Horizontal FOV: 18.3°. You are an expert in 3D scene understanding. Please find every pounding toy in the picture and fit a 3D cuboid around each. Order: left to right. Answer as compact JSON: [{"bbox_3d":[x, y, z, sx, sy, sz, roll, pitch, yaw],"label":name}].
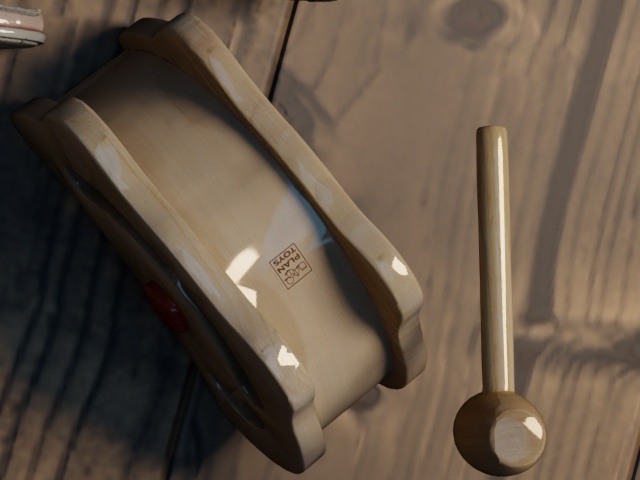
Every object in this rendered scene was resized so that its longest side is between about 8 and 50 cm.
[{"bbox_3d":[0.000,0.000,0.909,0.155,0.154,0.269,-39,87,-15],"label":"pounding toy"}]

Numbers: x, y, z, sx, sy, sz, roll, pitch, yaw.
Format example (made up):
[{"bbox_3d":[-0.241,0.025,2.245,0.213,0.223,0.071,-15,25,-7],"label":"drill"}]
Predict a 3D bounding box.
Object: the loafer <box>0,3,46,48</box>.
[{"bbox_3d":[-0.183,-0.108,0.878,0.125,0.045,0.039,2,86,-18],"label":"loafer"}]
